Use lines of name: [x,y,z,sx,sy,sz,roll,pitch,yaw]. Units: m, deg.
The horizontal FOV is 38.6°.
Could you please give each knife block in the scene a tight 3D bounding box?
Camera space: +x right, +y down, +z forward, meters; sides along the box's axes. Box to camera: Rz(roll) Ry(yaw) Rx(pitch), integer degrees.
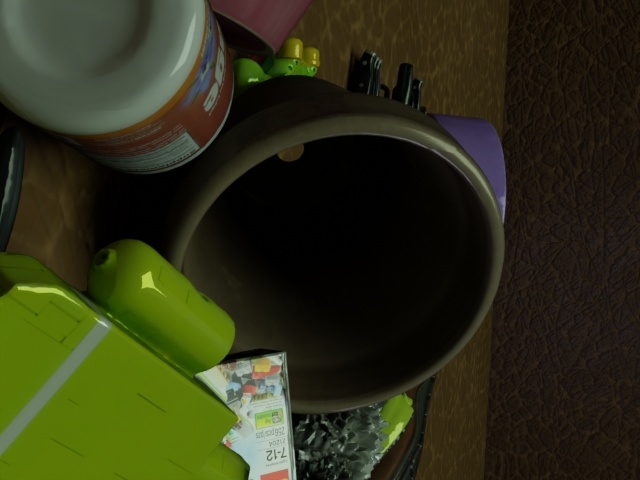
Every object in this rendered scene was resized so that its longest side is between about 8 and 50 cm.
knife block: [0.073,-0.102,1.204,0.276,0.088,0.242,-64,152,-45]

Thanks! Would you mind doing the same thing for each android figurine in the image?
android figurine: [-0.153,0.111,0.473,0.248,0.056,0.273,-51,134,-6]

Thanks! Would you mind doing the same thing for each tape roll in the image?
tape roll: [0.184,-0.048,1.357,0.275,0.090,0.275,-176,-90,-79]

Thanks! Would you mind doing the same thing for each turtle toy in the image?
turtle toy: [-0.047,-0.145,0.872,0.130,0.066,0.095,-2,96,-71]

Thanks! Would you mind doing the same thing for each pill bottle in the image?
pill bottle: [-0.116,-0.106,0.547,0.216,0.121,0.121,80,17,-87]

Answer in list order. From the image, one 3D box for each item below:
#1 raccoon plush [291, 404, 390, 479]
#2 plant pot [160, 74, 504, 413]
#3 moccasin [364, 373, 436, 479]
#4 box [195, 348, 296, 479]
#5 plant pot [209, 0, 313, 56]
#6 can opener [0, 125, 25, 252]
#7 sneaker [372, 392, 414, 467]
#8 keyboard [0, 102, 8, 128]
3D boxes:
raccoon plush: [-0.063,0.199,0.740,0.446,0.216,0.299,36,53,-68]
plant pot: [-0.009,-0.029,0.757,0.229,0.262,0.263,-111,-170,-55]
moccasin: [0.071,0.252,1.248,0.380,0.146,0.139,-68,170,-49]
box: [-0.112,0.142,0.608,0.206,0.036,0.114,-6,90,-36]
plant pot: [-0.056,-0.241,0.655,0.180,0.201,0.201,-68,160,0]
can opener: [-0.197,0.025,0.493,0.073,0.059,0.186,-149,-114,-62]
sneaker: [-0.013,0.249,1.046,0.121,0.111,0.300,48,48,-7]
keyboard: [-0.188,-0.115,0.512,0.100,0.038,0.192,52,46,-64]
